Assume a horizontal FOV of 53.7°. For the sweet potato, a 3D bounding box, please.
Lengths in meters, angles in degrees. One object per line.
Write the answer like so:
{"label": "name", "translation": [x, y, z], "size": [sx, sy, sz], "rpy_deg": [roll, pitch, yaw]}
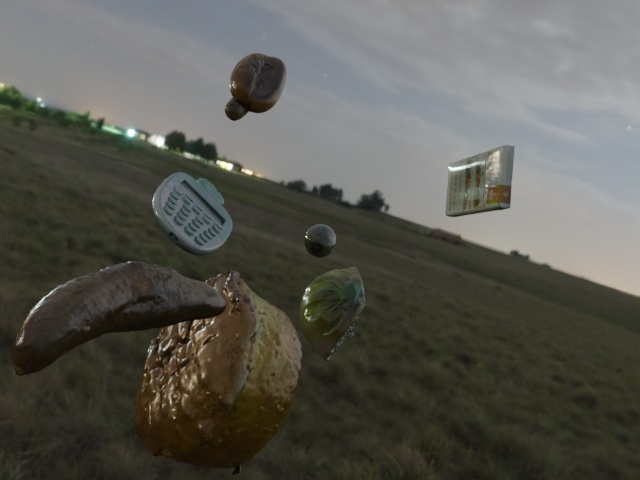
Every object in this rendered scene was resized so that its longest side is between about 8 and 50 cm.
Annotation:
{"label": "sweet potato", "translation": [-0.264, 0.084, 0.855], "size": [0.342, 0.092, 0.114], "rpy_deg": [-10, 67, -57]}

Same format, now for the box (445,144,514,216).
{"label": "box", "translation": [0.319, -0.114, 1.285], "size": [0.032, 0.122, 0.220], "rpy_deg": [7, -4, -15]}

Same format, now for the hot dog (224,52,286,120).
{"label": "hot dog", "translation": [-0.110, -0.257, 1.063], "size": [0.090, 0.140, 0.060], "rpy_deg": [25, -33, -18]}

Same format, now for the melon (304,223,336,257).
{"label": "melon", "translation": [0.000, 0.000, 1.929], "size": [0.098, 0.098, 0.130], "rpy_deg": [18, 22, 8]}

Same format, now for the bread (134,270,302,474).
{"label": "bread", "translation": [-0.212, 0.258, 1.289], "size": [0.215, 0.398, 0.398], "rpy_deg": [34, -5, -30]}

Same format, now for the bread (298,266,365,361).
{"label": "bread", "translation": [0.025, 0.176, 1.639], "size": [0.156, 0.158, 0.260], "rpy_deg": [4, 49, -11]}

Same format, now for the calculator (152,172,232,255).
{"label": "calculator", "translation": [-0.273, -0.061, 1.368], "size": [0.184, 0.042, 0.295], "rpy_deg": [46, 20, -12]}
